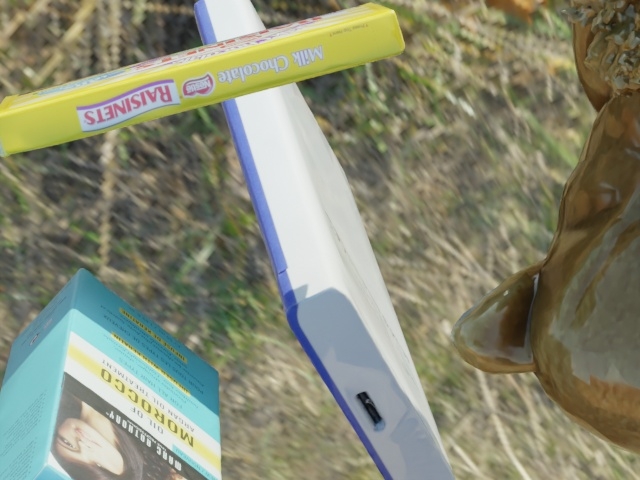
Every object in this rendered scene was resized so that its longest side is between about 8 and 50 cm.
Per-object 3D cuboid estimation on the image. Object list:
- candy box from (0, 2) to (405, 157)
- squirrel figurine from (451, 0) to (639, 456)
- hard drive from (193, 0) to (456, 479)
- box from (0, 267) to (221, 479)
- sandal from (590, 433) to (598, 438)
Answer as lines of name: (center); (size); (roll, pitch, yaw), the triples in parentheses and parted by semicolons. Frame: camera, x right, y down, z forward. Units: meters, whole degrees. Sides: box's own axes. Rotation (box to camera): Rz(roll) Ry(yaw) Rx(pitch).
candy box: (-0.063, -0.084, 0.986); (0.206, 0.105, 0.027); (-15, 102, -3)
squirrel figurine: (0.185, -0.096, 0.860); (0.281, 0.397, 0.370); (18, 75, 20)
hard drive: (0.000, 0.000, 1.258); (0.040, 0.210, 0.319); (-25, 41, 6)
box: (-0.103, 0.102, 0.922); (0.100, 0.244, 0.060); (39, 102, -15)
sandal: (0.192, 0.059, 1.368); (0.076, 0.265, 0.102); (16, 109, 10)
